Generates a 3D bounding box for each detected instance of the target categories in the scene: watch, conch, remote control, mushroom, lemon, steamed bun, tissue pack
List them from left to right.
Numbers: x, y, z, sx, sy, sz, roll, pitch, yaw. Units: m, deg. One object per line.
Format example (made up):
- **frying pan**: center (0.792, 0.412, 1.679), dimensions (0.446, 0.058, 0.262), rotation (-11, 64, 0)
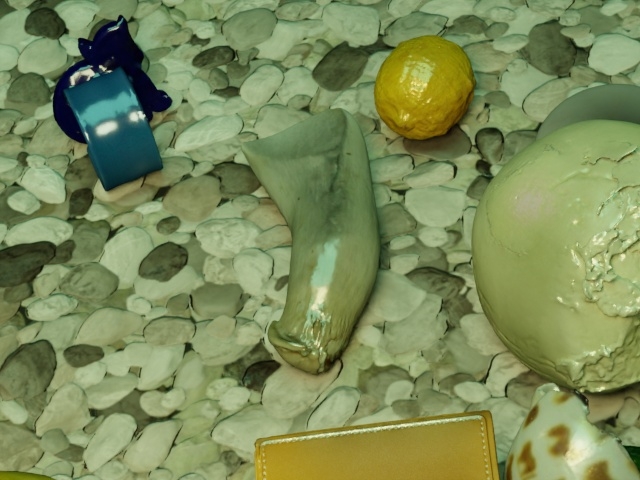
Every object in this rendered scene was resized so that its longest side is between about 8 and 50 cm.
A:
- **watch**: center (-0.307, -0.185, 2.256), dimensions (0.171, 0.196, 0.200), rotation (-29, 43, 0)
- **mushroom**: center (0.000, 0.001, 2.079), dimensions (0.177, 0.126, 0.397), rotation (-17, 49, 10)
- **tissue pack**: center (0.075, 0.315, 1.748), dimensions (0.274, 0.194, 0.145), rotation (-9, 49, 5)
- **lemon**: center (0.155, -0.229, 2.230), dimensions (0.142, 0.142, 0.187), rotation (22, 52, 27)
- **steamed bun**: center (0.326, -0.001, 1.893), dimensions (0.312, 0.233, 0.334), rotation (27, 80, 40)
- **conch**: center (0.295, 0.303, 1.710), dimensions (0.148, 0.183, 0.275), rotation (-39, 92, -4)
- **remote control**: center (0.447, -0.103, 2.085), dimensions (0.332, 0.103, 0.221), rotation (29, 69, 30)

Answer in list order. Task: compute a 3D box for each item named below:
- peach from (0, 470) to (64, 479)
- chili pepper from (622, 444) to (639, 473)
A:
- **peach**: center (-0.349, 0.414, 1.697), dimensions (0.314, 0.281, 0.315), rotation (-11, 45, -45)
- **chili pepper**: center (0.425, 0.308, 1.771), dimensions (0.122, 0.065, 0.279), rotation (-43, 51, -7)
